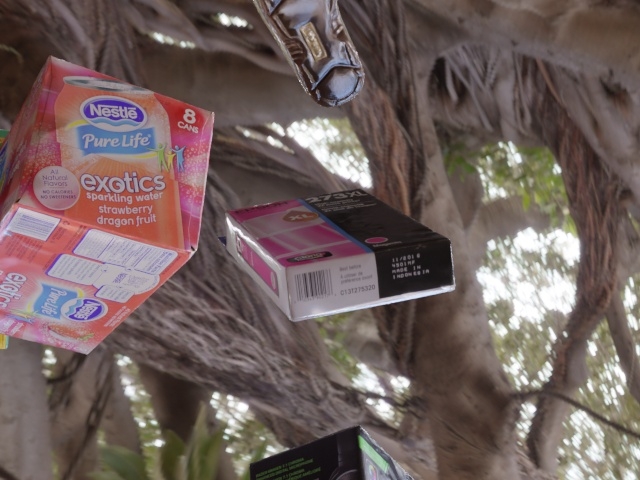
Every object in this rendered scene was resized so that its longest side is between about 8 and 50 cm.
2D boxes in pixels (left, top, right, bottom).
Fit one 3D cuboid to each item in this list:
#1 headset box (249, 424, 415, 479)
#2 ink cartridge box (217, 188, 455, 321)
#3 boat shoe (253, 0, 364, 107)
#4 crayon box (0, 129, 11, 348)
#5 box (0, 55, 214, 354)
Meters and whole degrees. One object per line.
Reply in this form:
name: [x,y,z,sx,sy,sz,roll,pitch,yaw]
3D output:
headset box: [0.048,0.355,1.093,0.131,0.246,0.283,-23,-136,18]
ink cartridge box: [0.000,0.000,1.257,0.175,0.371,0.069,-10,-77,-15]
boat shoe: [-0.029,-0.261,1.177,0.095,0.257,0.095,-22,-136,-5]
crayon box: [-0.471,-0.003,1.394,0.165,0.081,0.278,3,-69,-17]
box: [-0.225,-0.016,1.001,0.154,0.300,0.142,17,-118,-22]
